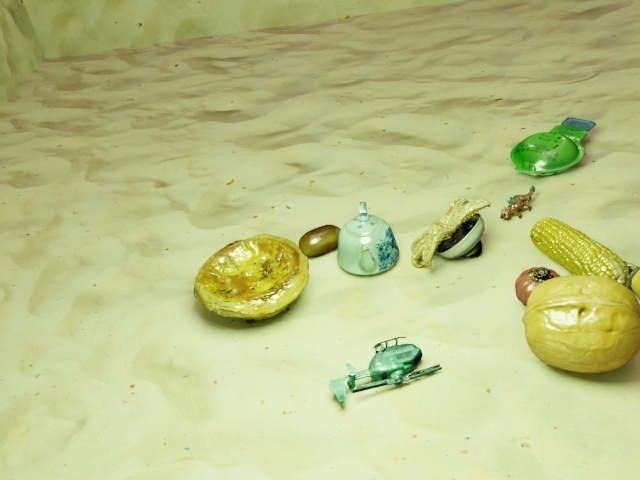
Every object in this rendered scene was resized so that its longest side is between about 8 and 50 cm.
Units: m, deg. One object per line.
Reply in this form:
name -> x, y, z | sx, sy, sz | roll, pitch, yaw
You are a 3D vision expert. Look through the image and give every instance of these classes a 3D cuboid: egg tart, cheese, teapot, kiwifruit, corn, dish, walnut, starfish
egg tart -> -0.161, 0.103, 1.671 | 0.290, 0.115, 0.290 | -9, 35, 6
cheese -> 0.679, -0.274, 2.020 | 0.320, 0.083, 0.204 | -37, 41, -30
teapot -> 0.113, -0.009, 1.732 | 0.159, 0.159, 0.232 | -7, 35, 5
kiwifruit -> 0.000, 0.000, 1.814 | 0.124, 0.075, 0.075 | -24, 37, -13
corn -> 0.589, 0.028, 1.600 | 0.106, 0.106, 0.293 | -21, 36, -15
dish -> 0.363, 0.008, 1.715 | 0.141, 0.078, 0.141 | -45, 8, 8
walnut -> 0.511, 0.159, 1.364 | 0.226, 0.193, 0.193 | 8, 39, 23
starfish -> 0.309, -0.034, 1.699 | 0.238, 0.071, 0.216 | -32, 21, 32

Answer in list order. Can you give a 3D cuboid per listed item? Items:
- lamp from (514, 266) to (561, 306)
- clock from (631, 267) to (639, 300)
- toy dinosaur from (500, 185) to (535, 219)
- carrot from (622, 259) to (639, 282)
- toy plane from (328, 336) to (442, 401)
lamp -> 0.479, 0.104, 1.524 | 0.107, 0.092, 0.107 | -7, 35, 5
clock -> 0.789, 0.069, 1.374 | 0.317, 0.244, 0.200 | -18, 57, -4
toy dinosaur -> 0.524, -0.098, 1.840 | 0.154, 0.049, 0.055 | -39, 41, -28
carrot -> 0.674, 0.057, 1.592 | 0.048, 0.048, 0.216 | -23, 32, -17
toy plane -> 0.125, 0.263, 1.426 | 0.235, 0.060, 0.096 | -14, 48, -13
